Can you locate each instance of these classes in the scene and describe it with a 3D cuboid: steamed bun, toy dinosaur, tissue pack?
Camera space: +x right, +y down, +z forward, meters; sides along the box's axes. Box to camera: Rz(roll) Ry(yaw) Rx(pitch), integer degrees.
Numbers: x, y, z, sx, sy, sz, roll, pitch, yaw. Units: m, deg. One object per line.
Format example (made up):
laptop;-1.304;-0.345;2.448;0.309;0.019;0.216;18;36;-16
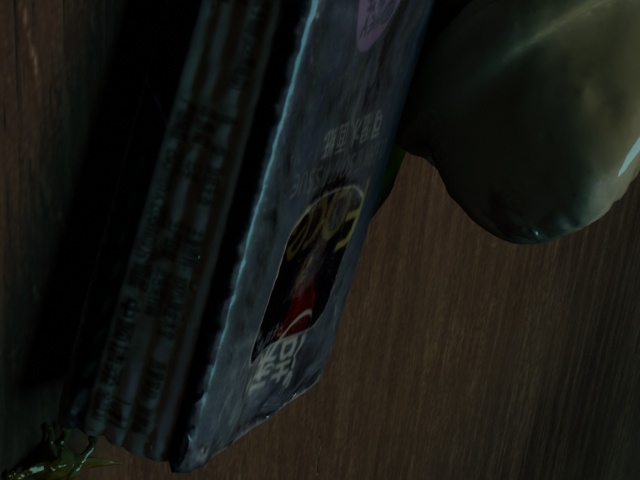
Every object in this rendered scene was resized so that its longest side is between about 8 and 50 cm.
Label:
steamed bun;0.147;-0.180;1.412;0.324;0.219;0.310;-59;-170;6
toy dinosaur;-0.162;0.139;1.273;0.113;0.026;0.041;-8;127;-56
tissue pack;-0.036;-0.054;1.250;0.259;0.122;0.361;-21;129;-67

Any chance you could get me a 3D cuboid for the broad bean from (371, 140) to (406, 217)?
broad bean;0.000;-0.001;1.507;0.297;0.043;0.060;-53;167;-31
